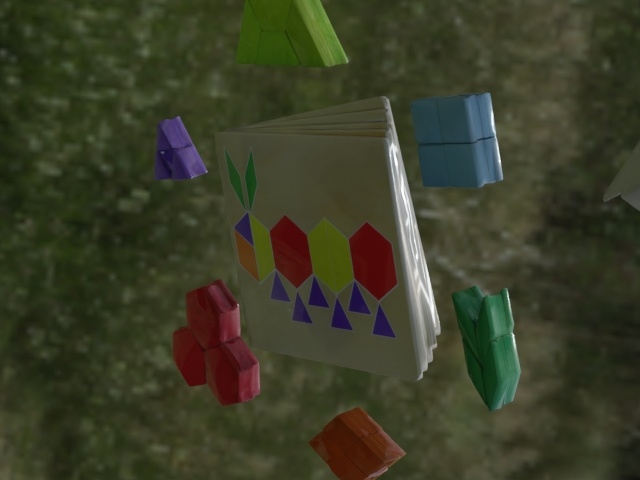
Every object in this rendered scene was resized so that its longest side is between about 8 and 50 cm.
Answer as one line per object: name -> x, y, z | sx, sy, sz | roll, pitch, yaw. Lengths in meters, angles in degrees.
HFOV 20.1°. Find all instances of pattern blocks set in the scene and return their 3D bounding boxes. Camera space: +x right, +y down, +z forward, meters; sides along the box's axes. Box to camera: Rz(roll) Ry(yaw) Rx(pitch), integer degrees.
pattern blocks set -> 0.000, 0.000, 1.031 | 0.026, 0.325, 0.285 | -16, 111, -33

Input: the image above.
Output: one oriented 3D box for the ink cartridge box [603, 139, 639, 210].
ink cartridge box -> 0.183, -0.049, 0.724 | 0.104, 0.061, 0.181 | -55, -179, -7
